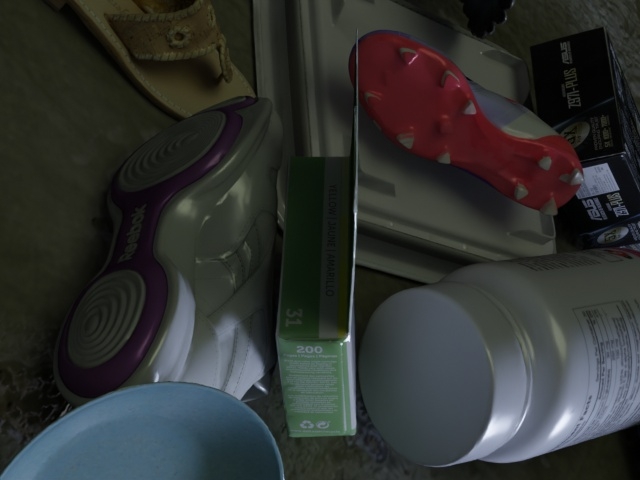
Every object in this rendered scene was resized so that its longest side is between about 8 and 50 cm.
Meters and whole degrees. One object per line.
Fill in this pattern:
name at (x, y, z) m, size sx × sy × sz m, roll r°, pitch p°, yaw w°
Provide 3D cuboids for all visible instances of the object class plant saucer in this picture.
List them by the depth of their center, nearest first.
plant saucer at (-0.115, 0.162, 0.700) m, size 0.195 × 0.037 × 0.194 m, roll -14°, pitch 118°, yaw -27°

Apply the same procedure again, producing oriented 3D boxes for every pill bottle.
pill bottle at (0.175, 0.092, 0.972) m, size 0.283 × 0.160 × 0.160 m, roll -4°, pitch 71°, yaw -44°

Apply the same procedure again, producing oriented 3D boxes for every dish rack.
dish rack at (0.094, -0.102, 1.070) m, size 0.333 × 0.072 × 0.285 m, roll 16°, pitch 57°, yaw -37°

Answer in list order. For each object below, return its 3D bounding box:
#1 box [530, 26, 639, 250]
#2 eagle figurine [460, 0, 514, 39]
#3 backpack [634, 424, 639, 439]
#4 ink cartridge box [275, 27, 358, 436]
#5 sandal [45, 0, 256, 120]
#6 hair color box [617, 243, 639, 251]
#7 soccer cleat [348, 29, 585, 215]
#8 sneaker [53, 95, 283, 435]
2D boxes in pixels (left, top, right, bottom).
box at (0.273, -0.095, 1.173) m, size 0.180 × 0.078 × 0.147 m, roll 45°, pitch 38°, yaw -53°
eagle figurine at (0.163, -0.341, 1.113) m, size 0.225 × 0.226 × 0.298 m, roll -22°, pitch 54°, yaw -36°
backpack at (0.392, 0.213, 1.141) m, size 0.173 × 0.117 × 0.158 m, roll 12°, pitch 62°, yaw -42°
ink cartridge box at (0.000, 0.000, 0.807) m, size 0.056 × 0.235 × 0.171 m, roll -1°, pitch 48°, yaw 3°
sandal at (-0.122, -0.173, 0.899) m, size 0.240 × 0.079 × 0.088 m, roll 38°, pitch 48°, yaw -22°
hair color box at (0.352, -0.038, 1.289) m, size 0.072 × 0.043 × 0.141 m, roll 40°, pitch 46°, yaw -20°
soccer cleat at (0.119, -0.104, 0.998) m, size 0.248 × 0.083 × 0.095 m, roll 28°, pitch 22°, yaw -24°
sneaker at (-0.085, 0.025, 0.832) m, size 0.152 × 0.114 × 0.305 m, roll 55°, pitch 38°, yaw -36°
